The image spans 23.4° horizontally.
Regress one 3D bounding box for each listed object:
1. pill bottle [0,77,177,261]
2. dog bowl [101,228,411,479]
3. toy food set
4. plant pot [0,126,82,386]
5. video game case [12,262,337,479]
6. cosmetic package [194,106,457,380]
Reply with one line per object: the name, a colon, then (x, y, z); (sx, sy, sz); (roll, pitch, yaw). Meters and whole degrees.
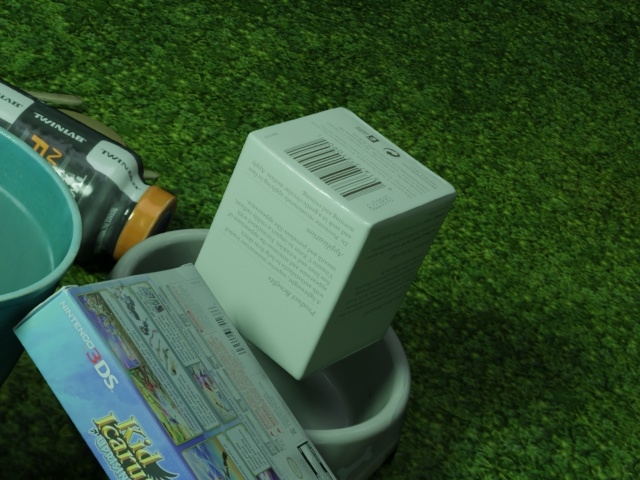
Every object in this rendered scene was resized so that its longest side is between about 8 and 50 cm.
pill bottle: (-0.272, -0.064, 1.585); (0.246, 0.130, 0.130); (28, 30, 5)
dog bowl: (-0.070, 0.118, 1.484); (0.349, 0.102, 0.348); (19, 31, -12)
toy food set: (-0.280, -0.108, 1.750); (0.132, 0.038, 0.192); (3, 31, -45)
plant pot: (-0.354, 0.057, 1.213); (0.272, 0.255, 0.271); (18, 31, -11)
video game case: (-0.094, 0.150, 1.205); (0.269, 0.061, 0.244); (56, 15, 8)
cosmetic package: (0.000, 0.000, 1.435); (0.151, 0.183, 0.151); (39, 33, 22)
